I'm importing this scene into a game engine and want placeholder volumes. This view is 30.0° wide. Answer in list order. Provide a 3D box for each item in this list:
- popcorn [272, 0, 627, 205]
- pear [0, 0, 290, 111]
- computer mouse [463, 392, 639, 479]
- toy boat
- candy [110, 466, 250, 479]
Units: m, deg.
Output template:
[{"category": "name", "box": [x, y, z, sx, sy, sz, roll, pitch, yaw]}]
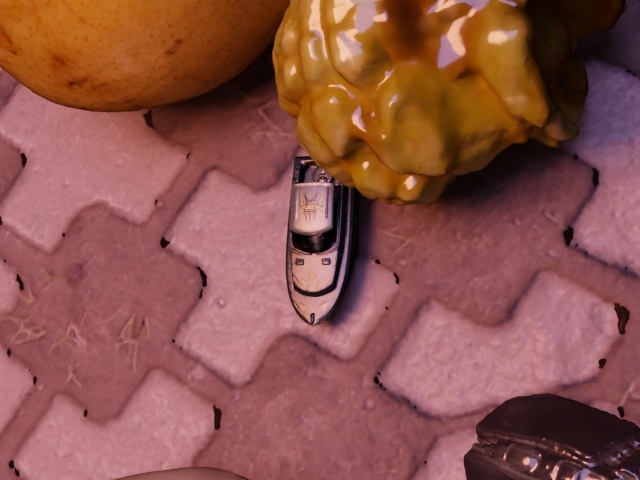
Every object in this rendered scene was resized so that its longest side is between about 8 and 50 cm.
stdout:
[{"category": "popcorn", "box": [0.087, -0.164, 0.890, 0.270, 0.224, 0.257, -30, 82, -1]}, {"category": "pear", "box": [-0.154, -0.256, 0.970, 0.314, 0.314, 0.314, -7, 70, 18]}, {"category": "computer mouse", "box": [0.189, 0.169, 0.819, 0.192, 0.062, 0.105, 18, 79, 24]}, {"category": "toy boat", "box": [0.000, 0.000, 0.954, 0.055, 0.060, 0.141, -1, 75, 19]}, {"category": "candy", "box": [-0.101, 0.294, 0.801, 0.296, 0.185, 0.295, -8, 41, 7]}]
